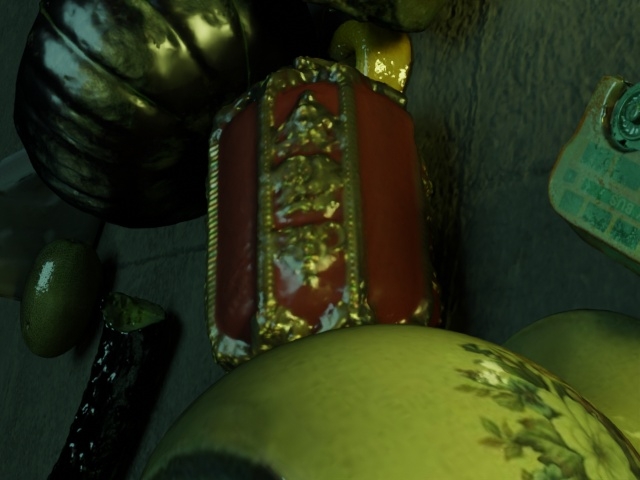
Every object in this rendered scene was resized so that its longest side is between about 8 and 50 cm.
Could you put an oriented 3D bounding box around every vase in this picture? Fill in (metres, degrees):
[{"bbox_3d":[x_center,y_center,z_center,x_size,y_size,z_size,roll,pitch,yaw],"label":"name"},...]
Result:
[{"bbox_3d":[0.091,0.191,0.464,0.241,0.302,0.329,-48,57,35],"label":"vase"}]

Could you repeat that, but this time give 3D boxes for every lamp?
[{"bbox_3d":[0.000,0.000,0.770,0.177,0.177,0.274,-36,49,45],"label":"lamp"}]

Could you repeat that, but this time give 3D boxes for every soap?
[{"bbox_3d":[-0.423,-0.072,1.377,0.159,0.258,0.302,26,97,60],"label":"soap"}]

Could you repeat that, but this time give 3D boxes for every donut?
[{"bbox_3d":[0.035,-0.145,0.898,0.097,0.043,0.108,-5,75,57],"label":"donut"}]

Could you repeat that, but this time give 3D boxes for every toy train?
[{"bbox_3d":[0.203,-0.024,0.548,0.188,0.072,0.099,42,117,56],"label":"toy train"}]

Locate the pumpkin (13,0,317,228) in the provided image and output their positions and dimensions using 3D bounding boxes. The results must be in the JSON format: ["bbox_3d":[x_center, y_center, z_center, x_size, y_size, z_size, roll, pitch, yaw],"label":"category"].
[{"bbox_3d":[-0.121,-0.126,0.935,0.296,0.296,0.295,-32,50,48],"label":"pumpkin"}]

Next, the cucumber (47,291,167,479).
[{"bbox_3d":[-0.242,0.208,1.134,0.072,0.081,0.303,-23,-47,-73],"label":"cucumber"}]

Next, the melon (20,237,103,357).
[{"bbox_3d":[-0.331,0.075,1.314,0.099,0.099,0.162,36,111,57],"label":"melon"}]

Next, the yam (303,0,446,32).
[{"bbox_3d":[0.069,-0.318,0.788,0.300,0.195,0.195,-58,35,23],"label":"yam"}]
